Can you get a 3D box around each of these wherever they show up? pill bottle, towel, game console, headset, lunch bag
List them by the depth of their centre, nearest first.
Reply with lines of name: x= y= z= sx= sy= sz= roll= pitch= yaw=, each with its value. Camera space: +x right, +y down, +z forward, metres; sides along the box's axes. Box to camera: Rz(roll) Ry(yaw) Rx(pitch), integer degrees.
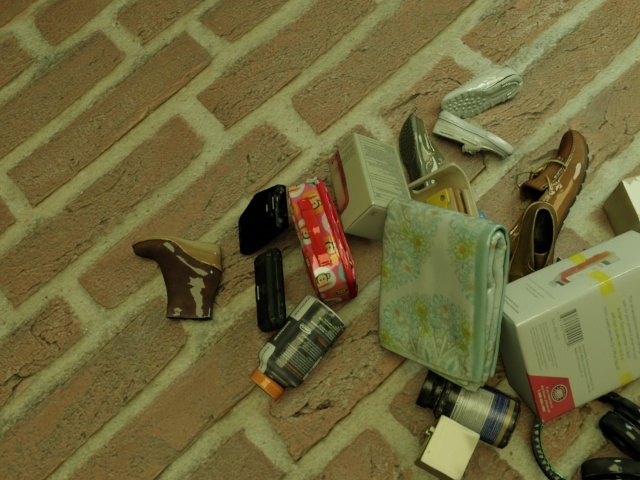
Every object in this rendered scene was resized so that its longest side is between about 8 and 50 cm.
headset: x=0.669 y=0.486 z=1.458 sx=0.394 sy=0.185 sz=0.244 roll=21 pitch=68 yaw=28
towel: x=0.258 y=0.112 z=1.468 sx=0.320 sy=0.090 sz=0.375 roll=19 pitch=112 yaw=48
pill bottle: x=0.337 y=0.377 z=1.510 sx=0.219 sy=0.123 sz=0.123 roll=22 pitch=73 yaw=13
pill bottle: x=-0.061 y=0.262 z=1.583 sx=0.130 sy=0.130 sz=0.246 roll=37 pitch=76 yaw=16
lunch bag: x=0.000 y=0.000 z=1.607 sx=0.120 sy=0.258 sz=0.293 roll=-18 pitch=70 yaw=1
game console: x=-0.139 y=0.049 z=1.642 sx=0.043 sy=0.213 sz=0.362 roll=7 pitch=69 yaw=-30

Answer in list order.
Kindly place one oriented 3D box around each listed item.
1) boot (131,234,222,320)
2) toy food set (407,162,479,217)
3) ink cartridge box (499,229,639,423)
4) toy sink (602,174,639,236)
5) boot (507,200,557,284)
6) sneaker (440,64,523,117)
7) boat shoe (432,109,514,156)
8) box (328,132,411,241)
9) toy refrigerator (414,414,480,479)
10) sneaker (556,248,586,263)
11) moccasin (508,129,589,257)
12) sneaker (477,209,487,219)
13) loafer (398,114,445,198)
boot: x=-0.381 y=0.097 z=1.693 sx=0.248 sy=0.090 sz=0.207 roll=5 pitch=68 yaw=3
toy food set: x=0.278 y=-0.012 z=1.611 sx=0.219 sy=0.092 sz=0.306 roll=-28 pitch=63 yaw=40
ink cartridge box: x=0.599 y=0.187 z=1.469 sx=0.384 sy=0.160 sz=0.279 roll=-23 pitch=112 yaw=-4
toy sink: x=0.852 y=-0.098 z=1.626 sx=0.234 sy=0.153 sz=0.131 roll=-14 pitch=69 yaw=1
boot: x=0.499 y=0.063 z=1.541 sx=0.112 sy=0.115 sz=0.306 roll=5 pitch=99 yaw=13
sneaker: x=0.437 y=-0.417 z=1.827 sx=0.234 sy=0.090 sz=0.095 roll=-19 pitch=52 yaw=-3
boat shoe: x=0.409 y=-0.269 z=1.778 sx=0.226 sy=0.083 sz=0.076 roll=32 pitch=98 yaw=21
box: x=0.127 y=-0.132 z=1.664 sx=0.148 sy=0.127 sz=0.233 roll=13 pitch=50 yaw=-33
toy refrigerator: x=0.262 y=0.450 z=1.411 sx=0.094 sy=0.269 sz=0.102 roll=26 pitch=75 yaw=14
sneaker: x=0.677 y=0.058 z=1.628 sx=0.192 sy=0.064 sz=0.086 roll=-13 pitch=74 yaw=3
moccasin: x=0.567 y=-0.119 z=1.677 sx=0.146 sy=0.139 sz=0.380 roll=27 pitch=83 yaw=5
sneaker: x=0.401 y=-0.007 z=1.664 sx=0.126 sy=0.091 sz=0.240 roll=-41 pitch=71 yaw=-11
loafer: x=0.279 y=-0.217 z=1.764 sx=0.087 sy=0.094 sz=0.251 roll=-5 pitch=77 yaw=-23
